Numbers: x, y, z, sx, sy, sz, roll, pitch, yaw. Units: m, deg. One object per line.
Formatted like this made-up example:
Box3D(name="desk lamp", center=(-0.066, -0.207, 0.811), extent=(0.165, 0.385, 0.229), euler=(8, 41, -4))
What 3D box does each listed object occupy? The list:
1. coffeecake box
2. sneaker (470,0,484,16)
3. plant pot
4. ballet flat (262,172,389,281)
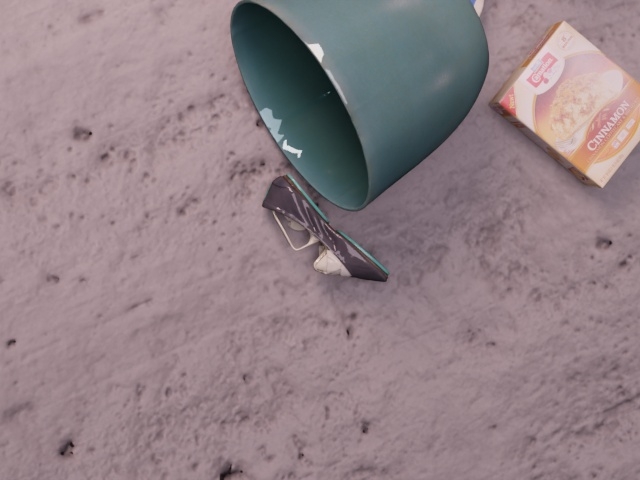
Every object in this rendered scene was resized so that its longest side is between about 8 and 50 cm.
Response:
Box3D(name="coffeecake box", center=(0.348, -0.184, 1.592), extent=(0.185, 0.068, 0.142), euler=(38, 91, -7))
Box3D(name="sneaker", center=(0.180, -0.349, 1.564), extent=(0.085, 0.058, 0.152), euler=(18, 88, -13))
Box3D(name="plant pot", center=(0.066, -0.219, 1.461), extent=(0.235, 0.293, 0.293), euler=(-32, 97, -17))
Box3D(name="ballet flat", center=(0.000, 0.000, 1.569), extent=(0.203, 0.074, 0.074), euler=(44, 89, -1))
